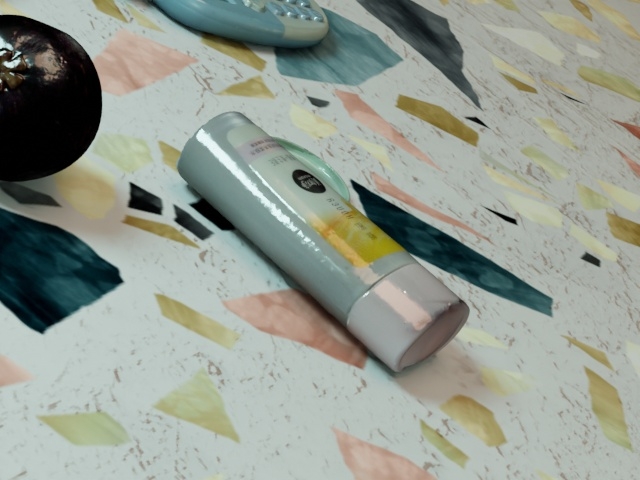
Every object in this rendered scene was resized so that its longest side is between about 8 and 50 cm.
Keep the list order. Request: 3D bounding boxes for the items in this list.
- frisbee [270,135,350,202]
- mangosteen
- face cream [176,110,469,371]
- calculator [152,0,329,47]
[{"bbox_3d":[-0.023,-0.059,1.607,0.110,0.014,0.110,26,25,-13],"label":"frisbee"},{"bbox_3d":[-0.234,-0.105,1.357,0.137,0.137,0.151,36,-8,10],"label":"mangosteen"},{"bbox_3d":[0.000,0.000,1.459,0.269,0.073,0.107,42,36,20],"label":"face cream"},{"bbox_3d":[-0.116,-0.273,1.862,0.303,0.042,0.188,6,36,-42],"label":"calculator"}]
